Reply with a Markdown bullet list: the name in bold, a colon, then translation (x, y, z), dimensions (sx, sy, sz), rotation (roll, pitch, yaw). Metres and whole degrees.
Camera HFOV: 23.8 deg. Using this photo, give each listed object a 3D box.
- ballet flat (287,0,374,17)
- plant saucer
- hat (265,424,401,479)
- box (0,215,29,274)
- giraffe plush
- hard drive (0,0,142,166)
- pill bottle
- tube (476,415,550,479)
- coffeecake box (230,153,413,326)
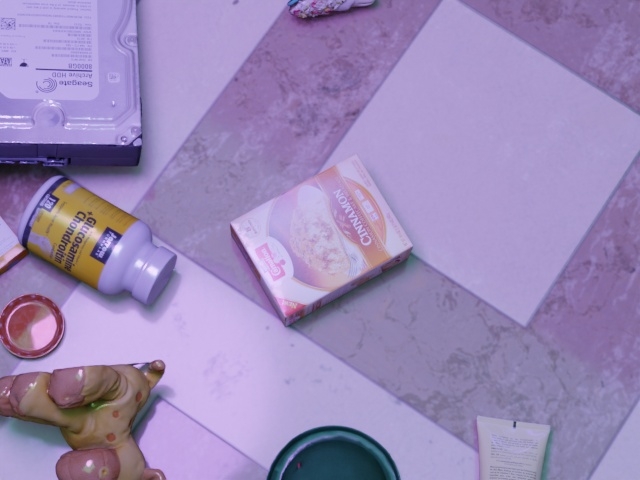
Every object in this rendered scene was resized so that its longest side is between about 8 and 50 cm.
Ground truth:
- **ballet flat**: translation (0.065, -0.360, 2.019), dimensions (0.241, 0.091, 0.077), rotation (-42, 102, -8)
- **plant saucer**: translation (-0.362, 0.108, 1.906), dimensions (0.084, 0.013, 0.083), rotation (0, 74, -1)
- **hat**: translation (0.018, 0.306, 1.774), dimensions (0.173, 0.183, 0.208), rotation (2, 74, -2)
- **box**: translation (-0.444, -0.012, 1.931), dimensions (0.081, 0.028, 0.136), rotation (-38, 76, -11)
- **giraffe plush**: translation (-0.272, 0.236, 1.816), dimensions (0.210, 0.181, 0.170), rotation (-2, 83, -38)
- **hard drive**: translation (-0.350, -0.255, 1.934), dimensions (0.237, 0.064, 0.338), rotation (1, 64, -11)
- **pill bottle**: translation (-0.275, 0.004, 1.891), dimensions (0.184, 0.103, 0.103), rotation (29, 75, 7)
- **tube**: translation (0.228, 0.334, 1.843), dimensions (0.070, 0.062, 0.240), rotation (25, 63, -40)
- **coffeecake box**: translation (0.000, 0.000, 1.920), dimensions (0.186, 0.068, 0.142), rotation (-29, 78, -9)
